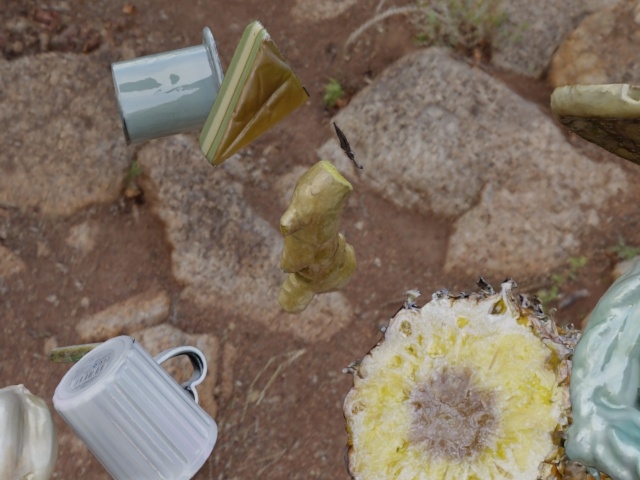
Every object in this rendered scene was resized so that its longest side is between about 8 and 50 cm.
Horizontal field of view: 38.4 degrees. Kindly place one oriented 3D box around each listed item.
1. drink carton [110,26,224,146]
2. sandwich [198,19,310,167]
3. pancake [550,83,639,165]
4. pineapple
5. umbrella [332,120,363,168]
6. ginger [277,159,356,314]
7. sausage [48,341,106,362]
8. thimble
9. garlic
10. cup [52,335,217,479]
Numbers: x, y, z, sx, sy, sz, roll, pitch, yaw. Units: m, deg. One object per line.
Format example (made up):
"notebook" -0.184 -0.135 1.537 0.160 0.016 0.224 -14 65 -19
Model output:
"drink carton" -0.264 -0.263 1.615 0.189 0.191 0.186 -10 86 -11
"sandwich" -0.113 -0.193 1.200 0.113 0.163 0.079 54 2 -40
"pancake" 0.199 -0.057 0.500 0.158 0.028 0.158 15 -2 1
"pineapple" 0.216 0.240 1.107 0.300 0.352 0.353 35 31 -41
"umbrella" 0.037 -0.145 1.397 0.022 0.122 0.013 27 73 37
"ginger" -0.003 -0.002 1.067 0.118 0.299 0.065 -41 71 -19
"sausage" -0.440 0.212 1.744 0.032 0.269 0.033 12 73 -46
"thimble" 0.258 0.090 0.563 0.149 0.211 0.185 30 35 -50
"garlic" -0.475 0.322 1.313 0.184 0.281 0.203 -3 72 -25
"cup" -0.273 0.246 1.378 0.202 0.166 0.221 55 19 -23
